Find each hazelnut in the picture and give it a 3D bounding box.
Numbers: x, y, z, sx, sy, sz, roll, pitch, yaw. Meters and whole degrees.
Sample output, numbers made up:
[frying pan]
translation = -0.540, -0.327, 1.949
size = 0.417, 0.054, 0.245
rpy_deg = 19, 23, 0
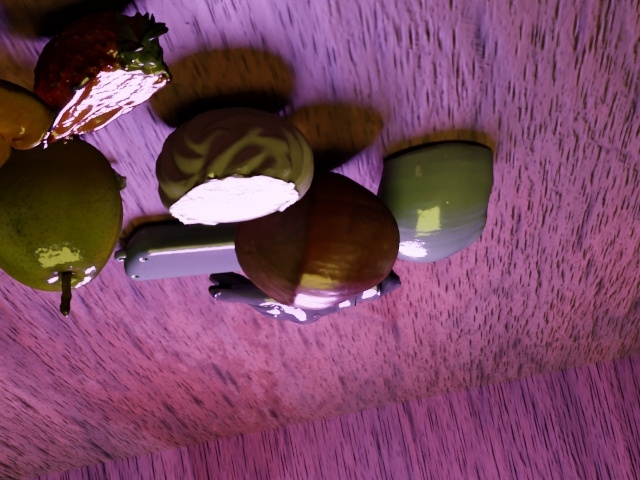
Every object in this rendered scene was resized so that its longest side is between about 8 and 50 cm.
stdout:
[hazelnut]
translation = 0.000, 0.000, 2.135
size = 0.214, 0.176, 0.214
rpy_deg = 7, 178, 0

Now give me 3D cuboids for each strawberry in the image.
[strawberry]
translation = -0.218, -0.164, 1.628
size = 0.140, 0.085, 0.192
rpy_deg = -23, 170, -14

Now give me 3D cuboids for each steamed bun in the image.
[steamed bun]
translation = -0.099, -0.091, 1.909
size = 0.183, 0.106, 0.183
rpy_deg = -9, 160, -3

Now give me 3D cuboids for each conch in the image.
[conch]
translation = 0.155, -0.051, 2.220
size = 0.185, 0.121, 0.221
rpy_deg = -40, 158, -5

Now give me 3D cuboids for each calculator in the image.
[calculator]
translation = -0.159, 0.011, 2.299
size = 0.246, 0.045, 0.141
rpy_deg = -6, 163, -16

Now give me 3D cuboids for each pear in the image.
[pear]
translation = -0.290, -0.010, 1.861
size = 0.166, 0.216, 0.180
rpy_deg = -9, 158, -22

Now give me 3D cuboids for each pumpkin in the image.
[pumpkin]
translation = -0.417, -0.116, 1.607
size = 0.290, 0.095, 0.258
rpy_deg = 3, 169, -18

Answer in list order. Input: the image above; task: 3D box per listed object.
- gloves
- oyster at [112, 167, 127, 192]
[gloves]
translation = -0.022, 0.055, 2.462
size = 0.285, 0.119, 0.142
rpy_deg = -5, 131, -9
[oyster]
translation = -0.293, -0.061, 1.994
size = 0.100, 0.037, 0.098
rpy_deg = -20, 160, 28
